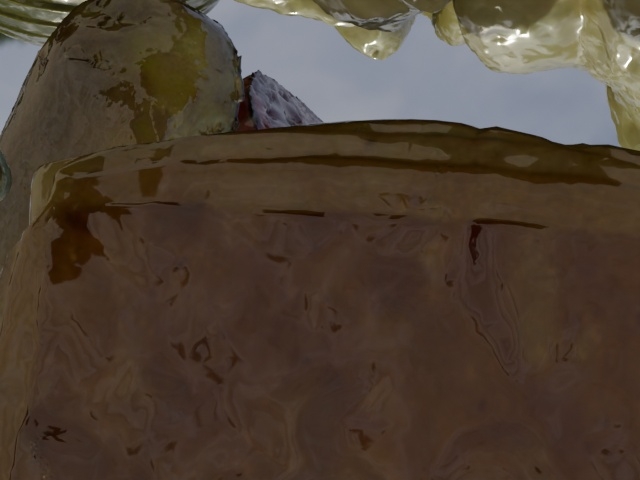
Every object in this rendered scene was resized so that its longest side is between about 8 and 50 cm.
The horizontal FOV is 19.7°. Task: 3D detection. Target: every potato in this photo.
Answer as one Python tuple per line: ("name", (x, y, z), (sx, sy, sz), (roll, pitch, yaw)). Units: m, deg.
("potato", (-0.128, -0.043, 0.992), (0.164, 0.081, 0.200), (30, -80, 41))

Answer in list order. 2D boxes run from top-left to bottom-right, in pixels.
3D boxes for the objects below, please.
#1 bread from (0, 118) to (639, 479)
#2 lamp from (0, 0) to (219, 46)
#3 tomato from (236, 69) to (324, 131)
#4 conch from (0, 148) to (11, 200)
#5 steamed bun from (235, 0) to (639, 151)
("bread", (0.042, 0.105, 0.665), (0.325, 0.167, 0.277), (4, -101, 17))
("lamp", (-0.150, -0.256, 1.163), (0.250, 0.250, 0.284), (-99, -167, -48))
("tomato", (-0.003, 0.001, 1.176), (0.085, 0.225, 0.225), (-40, -146, 11))
("conch", (-0.181, -0.123, 0.669), (0.234, 0.137, 0.114), (20, -136, 30))
("steamed bun", (0.053, -0.180, 0.735), (0.230, 0.372, 0.324), (-43, -144, 31))
